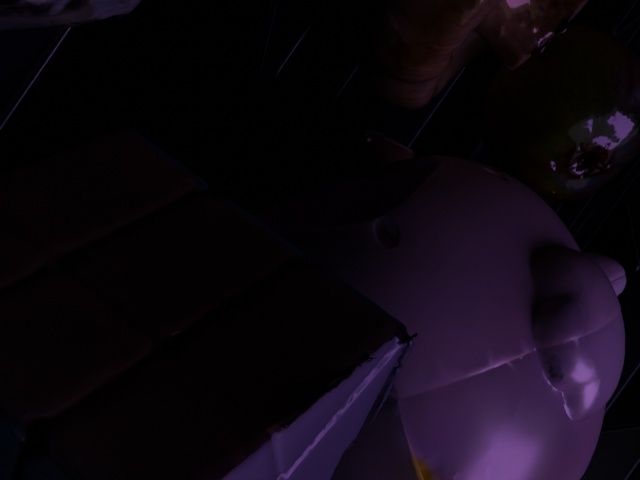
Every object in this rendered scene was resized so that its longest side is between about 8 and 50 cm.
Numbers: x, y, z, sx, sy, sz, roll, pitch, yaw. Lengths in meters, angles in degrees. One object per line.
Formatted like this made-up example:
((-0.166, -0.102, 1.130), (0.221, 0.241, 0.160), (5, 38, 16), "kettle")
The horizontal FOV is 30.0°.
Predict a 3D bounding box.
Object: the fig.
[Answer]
((0.184, -0.140, 1.009), (0.149, 0.245, 0.149), (-8, 131, -9), "fig")

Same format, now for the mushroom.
((0.120, -0.196, 0.852), (0.278, 0.146, 0.278), (-43, 177, -3), "mushroom")

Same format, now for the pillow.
((0.000, 0.000, 1.085), (0.232, 0.043, 0.126), (-58, 159, 13), "pillow")

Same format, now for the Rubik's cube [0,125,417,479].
((-0.125, 0.107, 0.660), (0.221, 0.225, 0.231), (-32, 152, -50), "Rubik's cube")

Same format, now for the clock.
((0.059, 0.069, 0.918), (0.368, 0.250, 0.377), (-16, -177, 31), "clock")

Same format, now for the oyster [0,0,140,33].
((-0.057, -0.181, 0.459), (0.351, 0.158, 0.162), (-29, -173, -28), "oyster")
